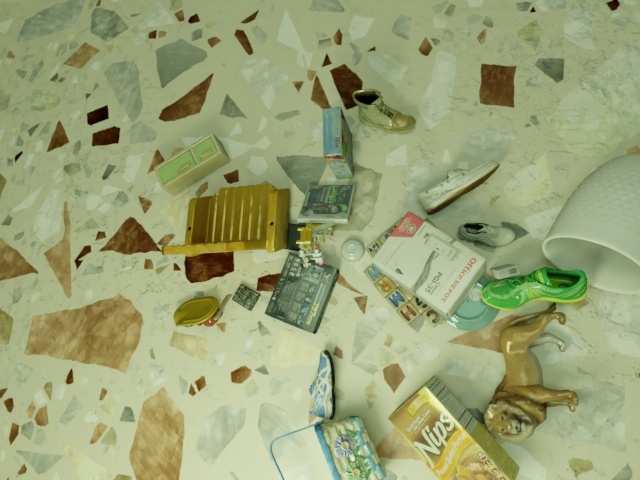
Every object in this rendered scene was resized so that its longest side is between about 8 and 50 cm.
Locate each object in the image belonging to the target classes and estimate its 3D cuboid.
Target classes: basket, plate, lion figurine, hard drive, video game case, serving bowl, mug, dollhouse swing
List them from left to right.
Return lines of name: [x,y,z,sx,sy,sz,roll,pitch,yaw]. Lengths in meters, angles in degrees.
dollhouse swing: [-0.325,-0.080,1.472,0.347,0.305,0.315,-3,76,19]
hard drive: [-0.127,-0.017,1.570,0.135,0.022,0.094,8,78,16]
video game case: [0.023,-0.129,1.512,0.173,0.022,0.190,2,44,14]
basket: [0.022,0.647,1.273,0.289,0.201,0.254,-26,72,-4]
serving bowl: [0.109,0.032,1.498,0.083,0.027,0.083,-3,76,12]
plate: [0.459,0.187,1.365,0.188,0.024,0.188,-4,75,14]
lion figurine: [0.586,0.368,1.260,0.240,0.142,0.392,-5,61,20]
mug: [0.867,-0.035,1.229,0.374,0.276,0.328,37,78,-11]

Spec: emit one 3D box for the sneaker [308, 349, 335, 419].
sneaker: [0.003,0.455,1.390,0.081,0.080,0.211,-2,75,10]

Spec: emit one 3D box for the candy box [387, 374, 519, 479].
candy box: [0.365,0.566,1.233,0.316,0.087,0.183,47,121,19]

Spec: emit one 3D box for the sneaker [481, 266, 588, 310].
sneaker: [0.622,0.126,1.286,0.295,0.123,0.109,-9,46,11]

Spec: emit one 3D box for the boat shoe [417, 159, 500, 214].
boat shoe: [0.447,-0.196,1.436,0.277,0.098,0.096,-32,72,6]

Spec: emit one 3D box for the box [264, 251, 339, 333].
box: [-0.060,0.176,1.487,0.183,0.059,0.232,18,80,17]

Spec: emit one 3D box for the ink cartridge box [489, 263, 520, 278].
ink cartridge box: [0.557,0.093,1.332,0.063,0.115,0.029,-17,86,9]

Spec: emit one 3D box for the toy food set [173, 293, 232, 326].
toy food set: [-0.407,0.263,1.535,0.218,0.071,0.128,-9,37,21]

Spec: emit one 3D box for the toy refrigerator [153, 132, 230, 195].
toy refrigerator: [-0.497,-0.295,1.692,0.269,0.094,0.102,-29,71,4]

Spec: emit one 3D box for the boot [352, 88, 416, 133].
boot: [0.221,-0.449,1.517,0.213,0.165,0.077,18,82,19]

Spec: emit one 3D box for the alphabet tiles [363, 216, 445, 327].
alphabet tiles: [0.320,0.098,1.440,0.285,0.011,0.342,-40,71,1]

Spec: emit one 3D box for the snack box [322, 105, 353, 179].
snack box: [0.063,-0.329,1.504,0.070,0.207,0.174,-4,76,13]

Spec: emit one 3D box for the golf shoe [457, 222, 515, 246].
golf shoe: [0.525,-0.023,1.381,0.176,0.086,0.069,4,76,13]

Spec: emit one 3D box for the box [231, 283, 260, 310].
box: [-0.263,0.201,1.551,0.083,0.018,0.067,27,84,18]

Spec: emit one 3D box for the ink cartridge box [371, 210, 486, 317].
ink cartridge box: [0.337,0.073,1.360,0.283,0.117,0.207,35,86,26]

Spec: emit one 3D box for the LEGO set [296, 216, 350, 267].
LEGO set: [0.000,0.000,1.467,0.132,0.107,0.287,8,34,23]
